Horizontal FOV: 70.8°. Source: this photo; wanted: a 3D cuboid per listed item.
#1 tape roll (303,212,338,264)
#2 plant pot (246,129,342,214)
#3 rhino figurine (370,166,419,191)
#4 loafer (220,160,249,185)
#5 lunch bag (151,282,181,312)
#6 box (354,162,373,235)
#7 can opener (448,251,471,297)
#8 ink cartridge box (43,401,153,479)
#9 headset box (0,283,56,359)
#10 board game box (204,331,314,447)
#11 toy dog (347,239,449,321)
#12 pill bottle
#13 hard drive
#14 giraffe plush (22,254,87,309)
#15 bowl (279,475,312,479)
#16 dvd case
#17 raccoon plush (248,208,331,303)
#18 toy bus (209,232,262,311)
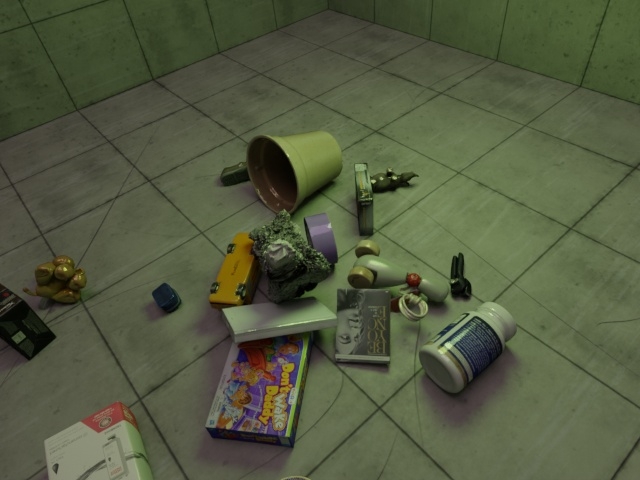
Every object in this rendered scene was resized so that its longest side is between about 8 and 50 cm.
[{"bbox_3d":[0.000,0.000,1.605,0.080,0.188,0.188,-14,46,-5],"label":"tape roll"},{"bbox_3d":[-0.086,-0.314,1.864,0.306,0.333,0.334,-29,48,-34],"label":"plant pot"},{"bbox_3d":[0.291,-0.256,1.883,0.244,0.106,0.073,-8,71,-1],"label":"rhino figurine"},{"bbox_3d":[-0.334,-0.328,2.038,0.251,0.094,0.087,-15,50,-7],"label":"loafer"},{"bbox_3d":[-0.534,0.199,1.567,0.067,0.065,0.098,-38,52,-7],"label":"lunch bag"},{"bbox_3d":[0.168,-0.162,1.748,0.056,0.183,0.230,-4,46,3],"label":"box"},{"bbox_3d":[0.468,0.115,1.535,0.059,0.073,0.186,-32,31,33],"label":"can opener"},{"bbox_3d":[-0.554,0.594,1.142,0.207,0.117,0.283,-26,48,-18],"label":"ink cartridge box"},{"bbox_3d":[-1.053,0.238,1.487,0.293,0.218,0.110,21,51,26],"label":"headset box"},{"bbox_3d":[-0.162,0.399,1.310,0.234,0.078,0.347,2,46,10],"label":"board game box"},{"bbox_3d":[0.233,0.144,1.493,0.334,0.160,0.220,38,56,18],"label":"toy dog"},{"bbox_3d":[0.423,0.296,1.283,0.265,0.153,0.153,-32,50,-21],"label":"pill bottle"},{"bbox_3d":[-0.130,0.236,1.377,0.308,0.040,0.203,-5,14,-22],"label":"hard drive"},{"bbox_3d":[-0.950,0.130,1.647,0.210,0.181,0.170,-38,31,18],"label":"giraffe plush"},{"bbox_3d":[-0.058,0.651,1.047,0.170,0.080,0.170,-3,46,3],"label":"bowl"},{"bbox_3d":[0.128,0.257,1.363,0.165,0.018,0.221,-1,80,14],"label":"dvd case"},{"bbox_3d":[-0.116,-0.009,1.392,0.216,0.446,0.299,-23,68,-15],"label":"raccoon plush"},{"bbox_3d":[-0.279,0.112,1.571,0.108,0.130,0.332,3,46,9],"label":"toy bus"}]
